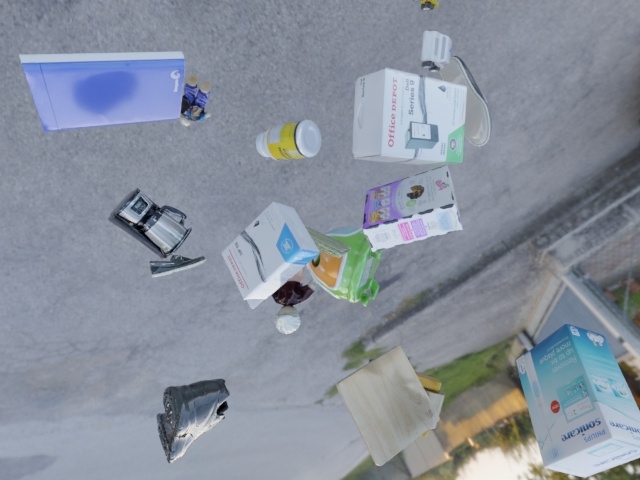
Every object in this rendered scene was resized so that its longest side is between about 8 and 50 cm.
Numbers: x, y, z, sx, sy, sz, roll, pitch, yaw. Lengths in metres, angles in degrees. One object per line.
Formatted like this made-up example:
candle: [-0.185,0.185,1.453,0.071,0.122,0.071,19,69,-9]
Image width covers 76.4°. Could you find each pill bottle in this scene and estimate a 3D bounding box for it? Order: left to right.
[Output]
pill bottle: [-0.096,-0.284,1.170,0.184,0.103,0.103,3,172,39]

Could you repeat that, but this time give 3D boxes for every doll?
doll: [-0.382,-0.405,1.199,0.129,0.046,0.189,26,148,-17]

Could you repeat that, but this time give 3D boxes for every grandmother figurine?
grandmother figurine: [-0.097,0.149,1.409,0.207,0.342,0.104,-5,162,35]

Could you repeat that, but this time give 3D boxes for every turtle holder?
turtle holder: [0.097,0.051,1.322,0.320,0.227,0.243,-53,154,-49]

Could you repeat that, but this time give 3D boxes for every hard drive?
hard drive: [-0.491,-0.350,0.961,0.318,0.040,0.210,-16,163,-29]

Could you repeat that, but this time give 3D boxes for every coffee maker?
coffee maker: [-0.468,-0.037,1.097,0.171,0.120,0.178,-30,120,30]

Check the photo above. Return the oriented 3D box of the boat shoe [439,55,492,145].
boat shoe: [0.536,-0.503,1.457,0.112,0.335,0.095,-23,180,45]

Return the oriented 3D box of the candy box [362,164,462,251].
candy box: [0.199,-0.072,0.900,0.196,0.165,0.070,-15,123,22]

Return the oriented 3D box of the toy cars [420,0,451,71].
toy cars: [0.331,-0.622,1.145,0.176,0.087,0.394,-69,152,-22]

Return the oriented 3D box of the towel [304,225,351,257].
towel: [0.000,0.000,1.008,0.110,0.148,0.027,-27,139,-75]

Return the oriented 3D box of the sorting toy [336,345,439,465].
sorting toy: [0.199,0.508,1.278,0.255,0.257,0.089,-22,168,-28]

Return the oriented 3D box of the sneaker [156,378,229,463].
sneaker: [-0.266,0.376,0.854,0.130,0.109,0.286,-9,149,-36]

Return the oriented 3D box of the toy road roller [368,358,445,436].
toy road roller: [0.290,0.580,1.468,0.240,0.329,0.203,86,22,-85]

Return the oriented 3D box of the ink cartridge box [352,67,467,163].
ink cartridge box: [0.238,-0.311,1.072,0.289,0.121,0.211,-3,98,-31]

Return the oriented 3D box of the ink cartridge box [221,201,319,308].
ink cartridge box: [-0.101,0.032,0.709,0.180,0.104,0.060,-42,155,21]

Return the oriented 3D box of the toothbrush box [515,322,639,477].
toothbrush box: [0.643,0.400,1.027,0.126,0.296,0.216,17,134,-9]

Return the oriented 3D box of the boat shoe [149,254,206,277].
boat shoe: [-0.613,0.096,1.752,0.233,0.079,0.084,-13,176,-13]
